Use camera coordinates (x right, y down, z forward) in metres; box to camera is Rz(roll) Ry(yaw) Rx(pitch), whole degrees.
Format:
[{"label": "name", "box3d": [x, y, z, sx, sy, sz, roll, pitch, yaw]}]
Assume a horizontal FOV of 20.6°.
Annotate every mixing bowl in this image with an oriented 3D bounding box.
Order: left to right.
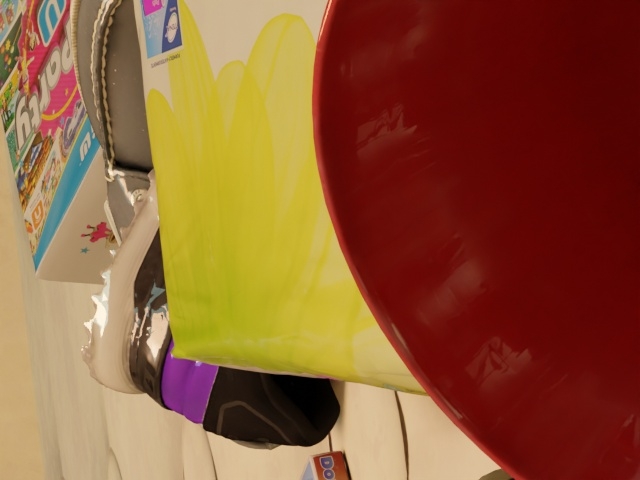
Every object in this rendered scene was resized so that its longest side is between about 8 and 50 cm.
[{"label": "mixing bowl", "box3d": [0.098, -0.022, 0.387, 0.181, 0.098, 0.181, 22, 132, 27]}]

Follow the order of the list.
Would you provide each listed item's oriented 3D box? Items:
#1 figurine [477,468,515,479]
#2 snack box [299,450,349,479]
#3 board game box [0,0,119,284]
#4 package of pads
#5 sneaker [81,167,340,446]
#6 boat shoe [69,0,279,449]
[{"label": "figurine", "box3d": [0.121, 0.191, 0.499, 0.215, 0.092, 0.209, -139, 37, -67]}, {"label": "snack box", "box3d": [-0.006, 0.193, 1.049, 0.178, 0.022, 0.064, 108, 153, -56]}, {"label": "board game box", "box3d": [-0.118, -0.156, 1.070, 0.224, 0.097, 0.303, -56, 40, 37]}, {"label": "package of pads", "box3d": [0.029, -0.062, 0.593, 0.296, 0.101, 0.229, -5, 91, 63]}, {"label": "sneaker", "box3d": [0.009, -0.040, 0.786, 0.146, 0.102, 0.293, 26, 105, 26]}, {"label": "boat shoe", "box3d": [-0.054, -0.018, 0.920, 0.099, 0.116, 0.319, -102, 1, -48]}]
